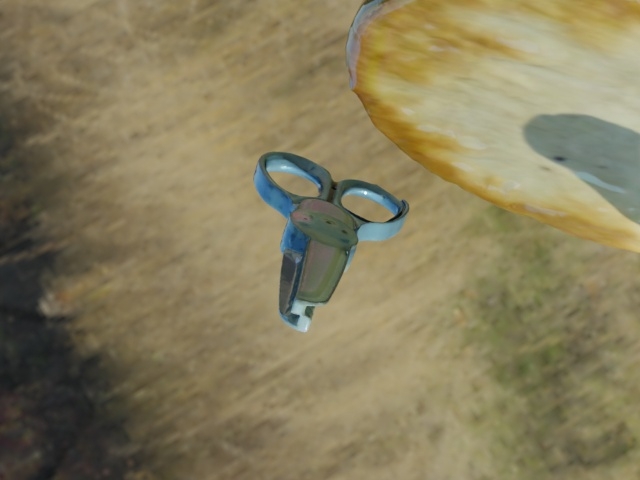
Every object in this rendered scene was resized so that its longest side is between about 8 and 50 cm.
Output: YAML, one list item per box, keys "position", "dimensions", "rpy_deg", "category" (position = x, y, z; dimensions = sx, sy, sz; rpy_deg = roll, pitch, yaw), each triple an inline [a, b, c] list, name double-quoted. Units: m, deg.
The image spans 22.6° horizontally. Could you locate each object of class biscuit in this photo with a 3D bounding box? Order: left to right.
- position: [0.114, -0.083, 0.855]
  dimensions: [0.205, 0.040, 0.309]
  rpy_deg: [16, 161, 8]
  category: "biscuit"

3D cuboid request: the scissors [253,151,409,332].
- position: [0.000, 0.000, 1.175]
  dimensions: [0.256, 0.125, 0.030]
  rpy_deg: [-77, 7, -65]
  category: "scissors"
